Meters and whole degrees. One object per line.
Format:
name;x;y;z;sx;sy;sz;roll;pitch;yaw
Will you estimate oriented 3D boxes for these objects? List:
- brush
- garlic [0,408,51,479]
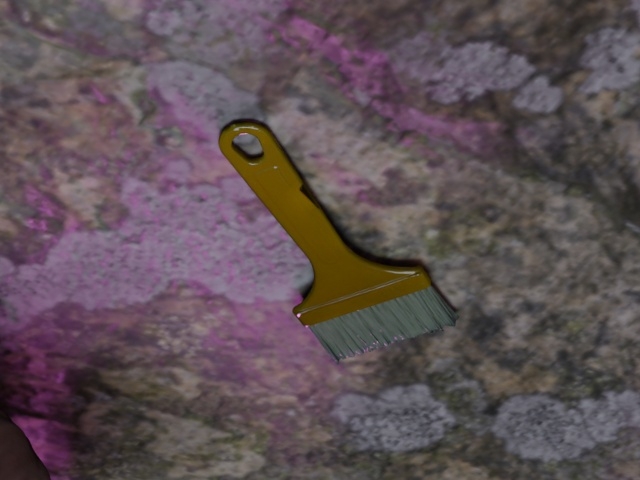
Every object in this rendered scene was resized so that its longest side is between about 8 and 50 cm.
brush;0.000;0.000;1.067;0.083;0.011;0.205;-18;136;19
garlic;-0.243;0.230;1.121;0.241;0.322;0.322;-12;146;-30
